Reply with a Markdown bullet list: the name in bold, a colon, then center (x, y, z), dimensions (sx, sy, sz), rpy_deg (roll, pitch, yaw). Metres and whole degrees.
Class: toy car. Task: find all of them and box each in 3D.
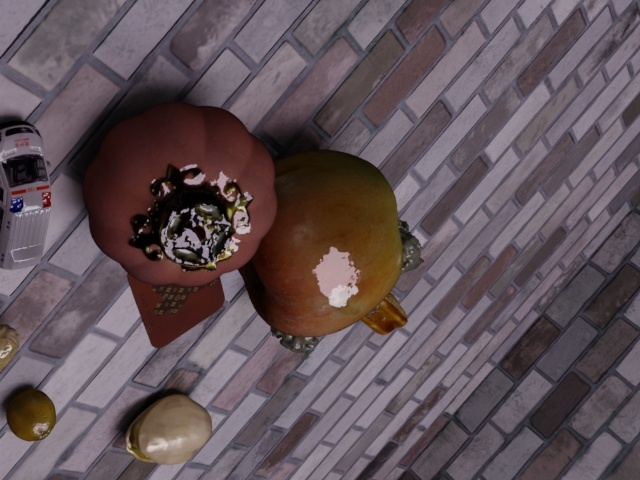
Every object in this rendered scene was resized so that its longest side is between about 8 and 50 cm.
- **toy car**: center (-0.434, -0.062, 1.327), dimensions (0.089, 0.108, 0.210), rpy_deg (-13, 134, -43)

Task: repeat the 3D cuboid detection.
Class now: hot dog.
- **hot dog**: center (0.139, 0.163, 2.296), dimensions (0.104, 0.076, 0.250), rpy_deg (-33, 146, 12)

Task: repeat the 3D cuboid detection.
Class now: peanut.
- **peanut**: center (-0.559, 0.198, 1.491), dimensions (0.174, 0.080, 0.080), rpy_deg (-42, 148, -5)

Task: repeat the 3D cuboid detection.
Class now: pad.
- **pad**: center (-0.270, 0.093, 1.789), dimensions (0.181, 0.004, 0.267), rpy_deg (-34, 146, -21)

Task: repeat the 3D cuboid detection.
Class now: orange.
- **orange**: center (-0.510, 0.312, 1.652), dimensions (0.085, 0.095, 0.085), rpy_deg (-32, 151, -20)

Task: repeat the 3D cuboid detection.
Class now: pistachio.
- **pistachio**: center (-0.321, 0.396, 1.960), dimensions (0.200, 0.117, 0.145), rpy_deg (1, 86, -42)

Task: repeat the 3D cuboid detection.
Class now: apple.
- **apple**: center (0.000, 0.000, 1.692), dimensions (0.305, 0.338, 0.338), rpy_deg (-21, 141, -19)

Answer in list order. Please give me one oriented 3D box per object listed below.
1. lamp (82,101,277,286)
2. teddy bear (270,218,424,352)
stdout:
- **lamp**: center (-0.209, -0.060, 1.439), dimensions (0.305, 0.240, 0.305), rpy_deg (-9, 120, -15)
- **teddy bear**: center (0.064, 0.096, 2.007), dimensions (0.357, 0.224, 0.367), rpy_deg (-39, 154, 3)
